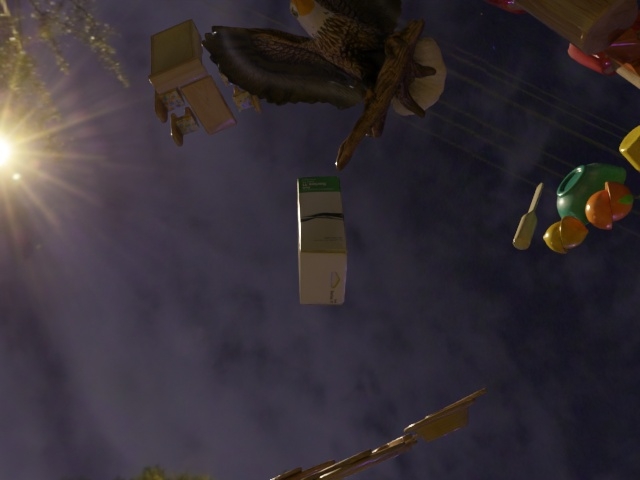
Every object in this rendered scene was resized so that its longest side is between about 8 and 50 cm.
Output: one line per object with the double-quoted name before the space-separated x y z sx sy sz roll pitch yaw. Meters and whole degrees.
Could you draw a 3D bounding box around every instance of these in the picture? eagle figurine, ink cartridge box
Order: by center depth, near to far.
"eagle figurine" 0.007 -0.269 0.764 0.298 0.226 0.225 42 -21 36
"ink cartridge box" 0.000 0.000 1.130 0.086 0.208 0.153 -1 -46 -3

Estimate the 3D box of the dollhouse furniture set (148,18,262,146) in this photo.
"dollhouse furniture set" -0.261 -0.317 1.269 0.212 0.161 0.242 -21 -42 7

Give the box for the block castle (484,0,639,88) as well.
"block castle" 0.362 -0.366 0.523 0.453 0.302 0.213 -55 -133 29

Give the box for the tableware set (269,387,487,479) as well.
"tableware set" 0.035 0.151 0.419 0.141 0.168 0.020 -42 -119 40

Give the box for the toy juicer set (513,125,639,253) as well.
"toy juicer set" 0.441 -0.049 0.999 0.089 0.329 0.209 37 -108 -3
